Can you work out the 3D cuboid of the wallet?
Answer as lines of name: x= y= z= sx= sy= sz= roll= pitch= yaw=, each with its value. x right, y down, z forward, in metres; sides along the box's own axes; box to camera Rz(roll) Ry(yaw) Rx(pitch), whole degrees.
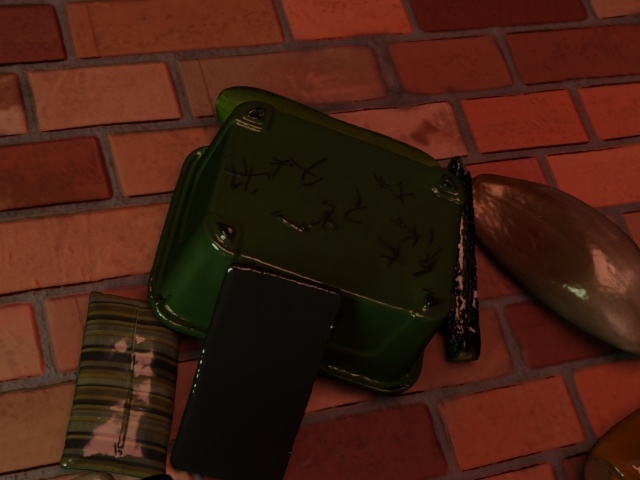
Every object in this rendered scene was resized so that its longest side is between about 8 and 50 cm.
wallet: x=-0.068 y=0.143 z=1.218 sx=0.124 sy=0.244 sz=0.025 roll=14 pitch=21 yaw=-10

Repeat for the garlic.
garlic: x=0.311 y=0.015 z=1.470 sx=0.318 sy=0.112 sz=0.143 roll=36 pitch=61 yaw=16

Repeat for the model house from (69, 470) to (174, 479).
model house: x=-0.173 y=0.355 z=1.013 sx=0.243 sy=0.298 sz=0.284 roll=-15 pitch=65 yaw=-18

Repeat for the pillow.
pillow: x=-0.207 y=0.153 z=1.259 sx=0.113 sy=0.038 sz=0.203 roll=10 pitch=61 yaw=-13

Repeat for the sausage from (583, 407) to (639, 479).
sausage: x=0.446 y=0.218 z=1.396 sx=0.328 sy=0.112 sz=0.112 roll=-28 pitch=74 yaw=-30

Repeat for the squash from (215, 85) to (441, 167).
squash: x=0.007 y=-0.113 z=1.443 sx=0.293 sy=0.082 sz=0.082 roll=20 pitch=59 yaw=-8

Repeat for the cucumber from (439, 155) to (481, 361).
cucumber: x=0.167 y=0.021 z=1.426 sx=0.043 sy=0.044 sz=0.256 roll=12 pitch=69 yaw=-34

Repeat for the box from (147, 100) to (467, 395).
box: x=0.000 y=0.000 z=1.312 sx=0.329 sy=0.178 sz=0.252 roll=19 pitch=54 yaw=-13
